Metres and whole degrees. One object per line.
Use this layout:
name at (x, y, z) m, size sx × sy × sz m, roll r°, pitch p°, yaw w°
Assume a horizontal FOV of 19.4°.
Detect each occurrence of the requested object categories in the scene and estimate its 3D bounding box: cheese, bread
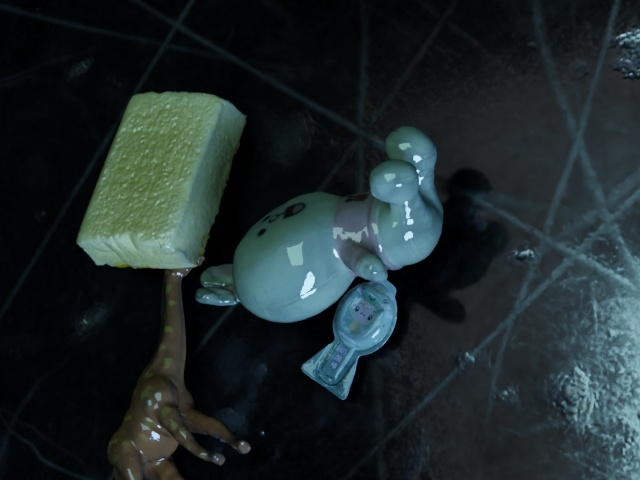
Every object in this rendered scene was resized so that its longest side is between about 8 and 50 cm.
cheese at (0.034, 0.090, 1.818) m, size 0.067 × 0.026 × 0.121 m, roll 33°, pitch 93°, yaw 32°
bread at (-0.160, -0.063, 1.929) m, size 0.125 × 0.068 × 0.188 m, roll 5°, pitch 64°, yaw 28°

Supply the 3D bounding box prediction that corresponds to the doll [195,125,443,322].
doll at (0.010, 0.007, 1.802) m, size 0.275 × 0.113 × 0.155 m, roll -32°, pitch 24°, yaw 21°

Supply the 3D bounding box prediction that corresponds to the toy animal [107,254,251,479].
toy animal at (-0.147, 0.143, 1.883) m, size 0.224 × 0.066 × 0.229 m, roll -51°, pitch 50°, yaw 8°
